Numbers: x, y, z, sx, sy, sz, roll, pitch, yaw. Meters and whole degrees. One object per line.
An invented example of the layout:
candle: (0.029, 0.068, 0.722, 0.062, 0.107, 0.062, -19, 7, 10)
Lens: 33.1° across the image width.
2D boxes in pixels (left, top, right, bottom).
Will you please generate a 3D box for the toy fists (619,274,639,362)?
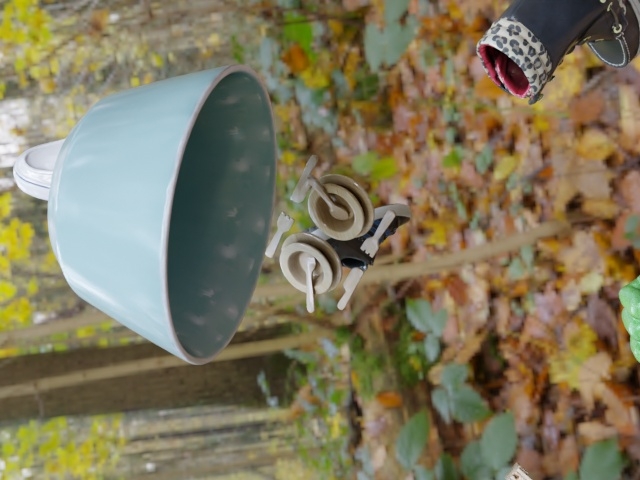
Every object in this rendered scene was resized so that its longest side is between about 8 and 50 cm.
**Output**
toy fists: (0.466, 0.148, 1.274, 0.279, 0.142, 0.096, 50, -149, -8)

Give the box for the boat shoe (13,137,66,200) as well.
boat shoe: (-0.251, -0.111, 1.308, 0.084, 0.258, 0.095, 82, -179, -53)

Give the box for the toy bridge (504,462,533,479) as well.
toy bridge: (0.293, 0.330, 1.237, 0.188, 0.026, 0.063, 42, 180, 6)

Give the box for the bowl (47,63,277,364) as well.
bowl: (-0.171, -0.036, 1.129, 0.311, 0.163, 0.311, 8, -90, -75)

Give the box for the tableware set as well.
tableware set: (0.000, 0.000, 1.307, 0.039, 0.128, 0.194, -46, -12, -45)

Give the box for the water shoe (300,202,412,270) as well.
water shoe: (0.053, 0.003, 1.506, 0.073, 0.203, 0.080, -18, 88, 52)

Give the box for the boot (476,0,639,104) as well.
boot: (0.255, -0.213, 1.142, 0.178, 0.085, 0.236, -56, -38, -10)
